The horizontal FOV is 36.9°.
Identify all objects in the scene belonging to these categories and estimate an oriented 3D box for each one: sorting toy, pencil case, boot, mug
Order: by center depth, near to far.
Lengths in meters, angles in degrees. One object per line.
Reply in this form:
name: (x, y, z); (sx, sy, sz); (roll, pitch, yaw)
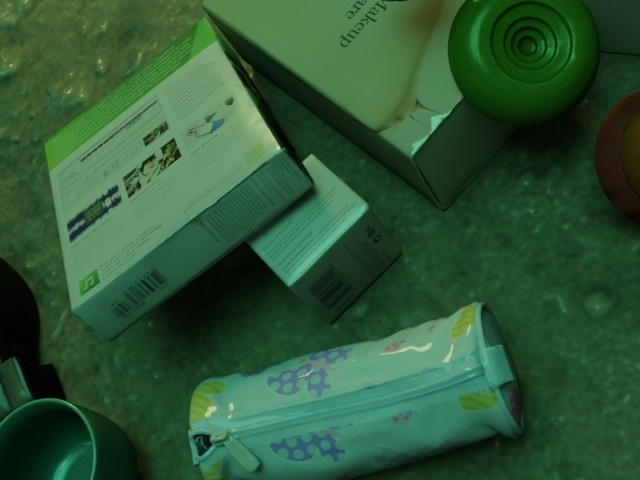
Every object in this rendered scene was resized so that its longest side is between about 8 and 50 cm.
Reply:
sorting toy: (0.191, -0.146, 0.739); (0.365, 0.126, 0.127); (37, 85, 0)
pencil case: (0.028, 0.136, 0.786); (0.273, 0.124, 0.114); (-17, 62, 15)
mug: (-0.242, 0.229, 0.879); (0.158, 0.097, 0.129); (-46, 58, 0)
boot: (-0.397, 0.148, 0.989); (0.229, 0.091, 0.263); (-32, 61, 7)

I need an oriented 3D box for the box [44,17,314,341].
box: (-0.154, -0.076, 0.937); (0.232, 0.058, 0.322); (-37, 38, 6)

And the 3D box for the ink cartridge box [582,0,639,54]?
ink cartridge box: (0.246, -0.223, 0.854); (0.209, 0.109, 0.062); (12, 73, 28)

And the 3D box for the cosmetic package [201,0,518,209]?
cosmetic package: (0.047, -0.188, 0.926); (0.160, 0.113, 0.309); (-49, 57, -3)

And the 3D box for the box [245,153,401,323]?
box: (0.000, 0.000, 0.870); (0.102, 0.101, 0.087); (-45, 57, -2)
